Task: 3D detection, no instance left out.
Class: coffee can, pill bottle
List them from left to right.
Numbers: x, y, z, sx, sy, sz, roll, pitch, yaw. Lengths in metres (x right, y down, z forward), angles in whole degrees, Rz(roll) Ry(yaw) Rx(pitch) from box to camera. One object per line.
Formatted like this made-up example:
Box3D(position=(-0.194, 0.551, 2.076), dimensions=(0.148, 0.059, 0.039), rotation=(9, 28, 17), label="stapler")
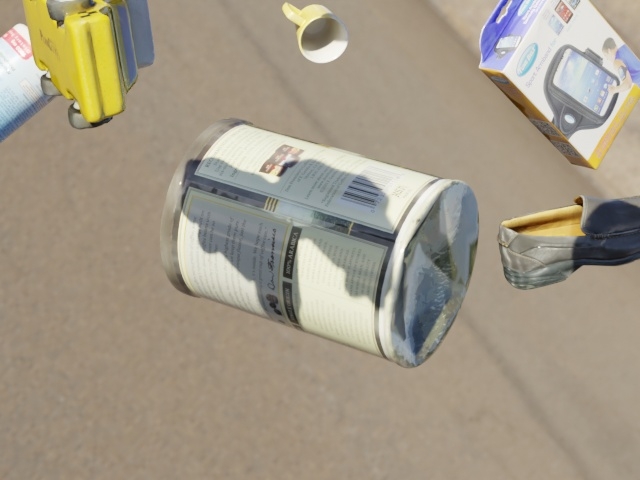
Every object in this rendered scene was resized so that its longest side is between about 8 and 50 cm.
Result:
Box3D(position=(-0.356, -0.153, 1.638), dimensions=(0.087, 0.160, 0.087), rotation=(47, -8, 9), label="pill bottle")
Box3D(position=(0.000, 0.000, 1.594), dimensions=(0.275, 0.201, 0.201), rotation=(18, 8, 26), label="coffee can")

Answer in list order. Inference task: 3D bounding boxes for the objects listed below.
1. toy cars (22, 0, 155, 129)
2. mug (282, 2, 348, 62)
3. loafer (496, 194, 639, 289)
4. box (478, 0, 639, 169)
Box3D(position=(-0.155, -0.196, 1.104), dimensions=(0.087, 0.393, 0.176), rotation=(-16, 75, -18), label="toy cars")
Box3D(position=(-0.005, -0.265, 1.855), dimensions=(0.064, 0.062, 0.078), rotation=(-114, 180, -56), label="mug")
Box3D(position=(0.237, -0.011, 1.318), dimensions=(0.062, 0.170, 0.061), rotation=(-107, 176, -55), label="loafer")
Box3D(position=(0.162, -0.117, 1.013), dimensions=(0.028, 0.081, 0.136), rotation=(21, -14, 49), label="box")
